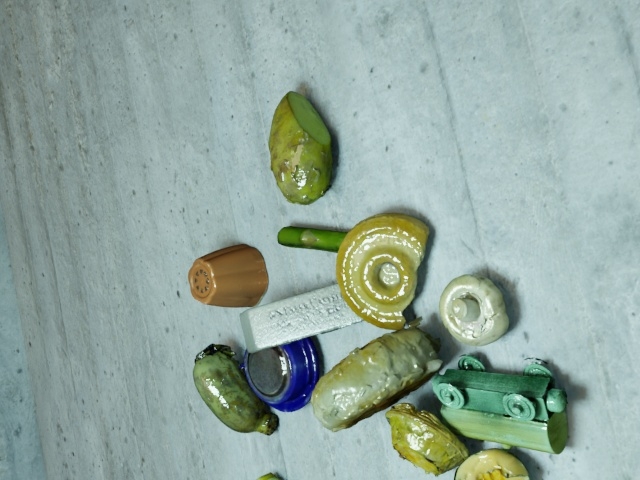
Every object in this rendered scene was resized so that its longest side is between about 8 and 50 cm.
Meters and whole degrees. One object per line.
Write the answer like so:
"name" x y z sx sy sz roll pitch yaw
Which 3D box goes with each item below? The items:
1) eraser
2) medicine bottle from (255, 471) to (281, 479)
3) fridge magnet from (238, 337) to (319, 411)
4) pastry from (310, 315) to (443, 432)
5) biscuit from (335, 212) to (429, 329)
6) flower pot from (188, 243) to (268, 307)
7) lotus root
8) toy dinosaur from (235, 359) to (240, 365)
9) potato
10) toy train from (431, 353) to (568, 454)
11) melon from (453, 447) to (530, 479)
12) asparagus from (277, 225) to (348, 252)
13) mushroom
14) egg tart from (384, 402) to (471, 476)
"eraser" -0.049 0.194 1.847 0.353 0.077 0.111 -17 82 14
"medicine bottle" -0.105 0.750 2.011 0.239 0.124 0.124 35 117 38
"fridge magnet" -0.112 0.336 1.977 0.266 0.113 0.265 6 100 42
"pastry" 0.114 0.310 1.623 0.329 0.330 0.136 -45 67 37
"biscuit" 0.135 0.068 1.697 0.213 0.091 0.274 12 107 21
"flower pot" -0.273 0.107 2.074 0.191 0.173 0.190 5 97 46
"lotus root" -0.249 0.442 2.077 0.309 0.173 0.173 48 127 8
"toy dinosaur" -0.265 0.388 2.189 0.083 0.031 0.047 -36 67 41
"potato" -0.054 -0.235 1.844 0.176 0.141 0.297 -16 83 35
"toy train" 0.379 0.341 1.515 0.308 0.126 0.189 -3 124 44
"melon" 0.369 0.506 1.545 0.160 0.079 0.128 -19 122 19
"asparagus" 0.000 -0.002 1.869 0.278 0.067 0.060 7 70 40
"mushroom" 0.322 0.148 1.529 0.154 0.123 0.154 -1 88 39
"egg tart" 0.227 0.449 1.610 0.213 0.090 0.212 32 157 16
